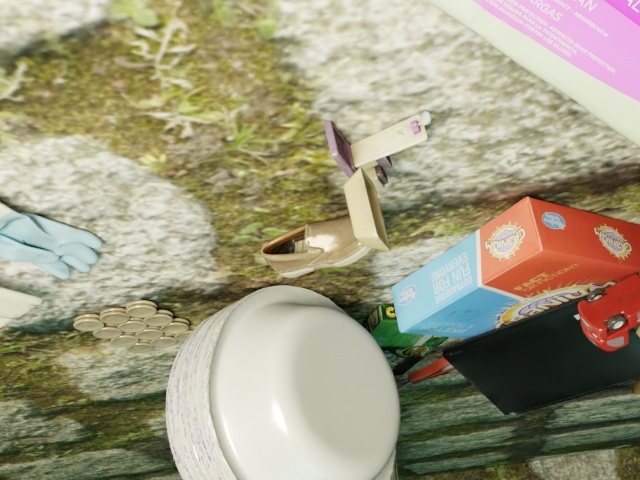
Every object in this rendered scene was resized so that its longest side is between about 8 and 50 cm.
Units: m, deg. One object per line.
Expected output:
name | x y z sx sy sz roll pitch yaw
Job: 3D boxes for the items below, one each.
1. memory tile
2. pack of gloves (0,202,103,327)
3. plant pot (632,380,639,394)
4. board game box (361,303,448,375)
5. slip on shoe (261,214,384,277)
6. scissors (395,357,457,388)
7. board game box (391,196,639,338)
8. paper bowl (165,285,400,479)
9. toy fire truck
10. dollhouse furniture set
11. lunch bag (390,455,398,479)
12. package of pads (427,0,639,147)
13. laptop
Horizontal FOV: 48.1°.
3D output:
memory tile | -0.230 0.112 0.922 0.113 0.012 0.148 -15 152 16
pack of gloves | -0.338 0.005 0.671 0.195 0.046 0.232 -29 151 16
plant pot | 0.712 0.255 1.357 0.236 0.032 0.236 -11 173 -1
board game box | 0.108 0.155 1.077 0.136 0.030 0.260 4 152 -17
slip on shoe | 0.000 0.000 0.722 0.135 0.051 0.041 -18 140 33
scissors | 0.144 0.228 1.189 0.297 0.021 0.109 -17 159 -3
board game box | 0.285 0.056 0.882 0.316 0.064 0.242 9 149 -30
paper bowl | -0.020 0.189 0.823 0.284 0.284 0.148 17 145 -40
toy fire truck | 0.386 0.077 0.802 0.192 0.047 0.135 -28 136 3
dollhouse furniture set | 0.066 -0.044 0.576 0.081 0.114 0.091 -21 148 17
lunch bag | -0.007 0.433 1.288 0.256 0.305 0.212 2 162 -16
package of pads | 0.173 -0.181 0.273 0.229 0.101 0.296 29 141 -16
laptop | 0.340 0.141 0.978 0.234 0.136 0.264 -28 172 37
